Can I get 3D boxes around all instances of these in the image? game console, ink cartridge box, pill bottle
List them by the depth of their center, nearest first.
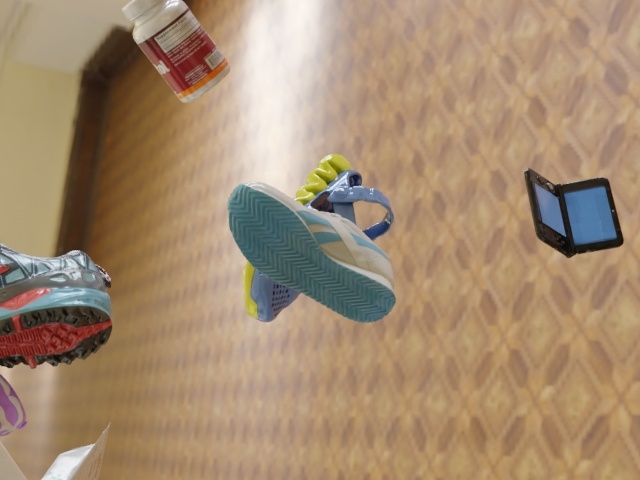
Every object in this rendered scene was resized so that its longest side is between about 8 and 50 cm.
[{"bbox_3d":[0.340,-0.046,1.584,0.071,0.107,0.122,-34,43,34],"label":"game console"},{"bbox_3d":[-0.197,-0.269,1.588,0.086,0.152,0.086,-33,17,12],"label":"pill bottle"},{"bbox_3d":[-0.460,0.452,2.146,0.224,0.056,0.181,-66,-6,-64],"label":"ink cartridge box"}]

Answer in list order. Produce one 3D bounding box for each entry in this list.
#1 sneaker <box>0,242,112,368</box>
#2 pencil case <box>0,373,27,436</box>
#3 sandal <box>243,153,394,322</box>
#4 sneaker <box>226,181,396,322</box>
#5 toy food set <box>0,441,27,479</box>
[{"bbox_3d":[-0.338,0.063,1.164,0.125,0.262,0.104,-100,13,-46],"label":"sneaker"},{"bbox_3d":[-0.381,0.208,1.134,0.086,0.088,0.206,-8,28,48],"label":"pencil case"},{"bbox_3d":[0.000,0.000,1.704,0.317,0.138,0.126,-53,-23,-33],"label":"sandal"},{"bbox_3d":[-0.012,0.004,1.342,0.087,0.229,0.092,-42,25,27],"label":"sneaker"},{"bbox_3d":[-0.598,0.352,1.833,0.220,0.306,0.092,41,99,39],"label":"toy food set"}]
